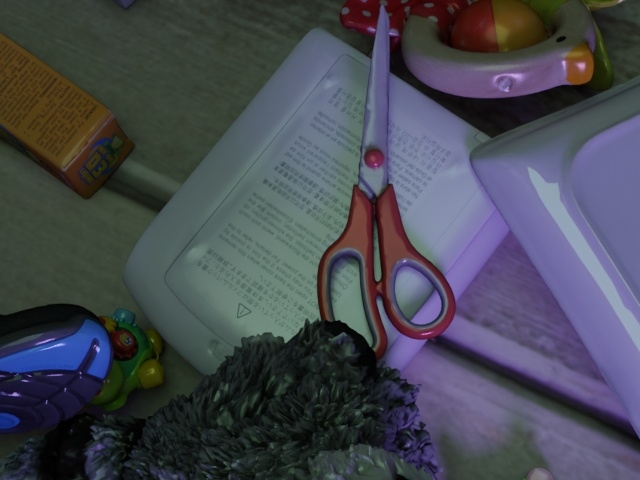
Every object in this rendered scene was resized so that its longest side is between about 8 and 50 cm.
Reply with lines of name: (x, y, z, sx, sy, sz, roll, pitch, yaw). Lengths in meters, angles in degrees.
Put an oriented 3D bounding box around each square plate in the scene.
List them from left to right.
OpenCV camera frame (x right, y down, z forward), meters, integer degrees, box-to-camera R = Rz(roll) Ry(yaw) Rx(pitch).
square plate: (0.351, -0.005, 1.084, 0.344, 0.049, 0.347, -25, 74, -14)

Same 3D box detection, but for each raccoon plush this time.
raccoon plush: (-0.083, 0.245, 0.967, 0.446, 0.299, 0.216, -25, 107, 17)

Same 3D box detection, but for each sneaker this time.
sneaker: (-0.310, 0.094, 1.118, 0.341, 0.125, 0.139, -19, 54, 31)

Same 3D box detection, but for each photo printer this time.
photo printer: (0.000, 0.000, 1.159, 0.256, 0.107, 0.307, 35, 79, 16)

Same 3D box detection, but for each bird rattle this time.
bird rattle: (0.143, -0.191, 1.156, 0.254, 0.143, 0.207, 3, 33, 0)

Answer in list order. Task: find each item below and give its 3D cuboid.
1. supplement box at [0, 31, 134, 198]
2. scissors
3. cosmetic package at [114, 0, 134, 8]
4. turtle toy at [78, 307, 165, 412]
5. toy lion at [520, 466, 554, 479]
supplement box: (-0.292, -0.138, 1.276, 0.233, 0.078, 0.080, 33, 78, 19)
scissors: (0.034, -0.048, 1.093, 0.109, 0.021, 0.297, -11, 79, 0)
cosmetic package: (-0.243, -0.349, 1.343, 0.231, 0.085, 0.117, 41, 81, 18)
turtle toy: (-0.187, 0.104, 1.153, 0.095, 0.066, 0.130, -19, 28, 2)
toy lion: (0.162, 0.237, 1.091, 0.100, 0.034, 0.096, -11, 76, 5)
